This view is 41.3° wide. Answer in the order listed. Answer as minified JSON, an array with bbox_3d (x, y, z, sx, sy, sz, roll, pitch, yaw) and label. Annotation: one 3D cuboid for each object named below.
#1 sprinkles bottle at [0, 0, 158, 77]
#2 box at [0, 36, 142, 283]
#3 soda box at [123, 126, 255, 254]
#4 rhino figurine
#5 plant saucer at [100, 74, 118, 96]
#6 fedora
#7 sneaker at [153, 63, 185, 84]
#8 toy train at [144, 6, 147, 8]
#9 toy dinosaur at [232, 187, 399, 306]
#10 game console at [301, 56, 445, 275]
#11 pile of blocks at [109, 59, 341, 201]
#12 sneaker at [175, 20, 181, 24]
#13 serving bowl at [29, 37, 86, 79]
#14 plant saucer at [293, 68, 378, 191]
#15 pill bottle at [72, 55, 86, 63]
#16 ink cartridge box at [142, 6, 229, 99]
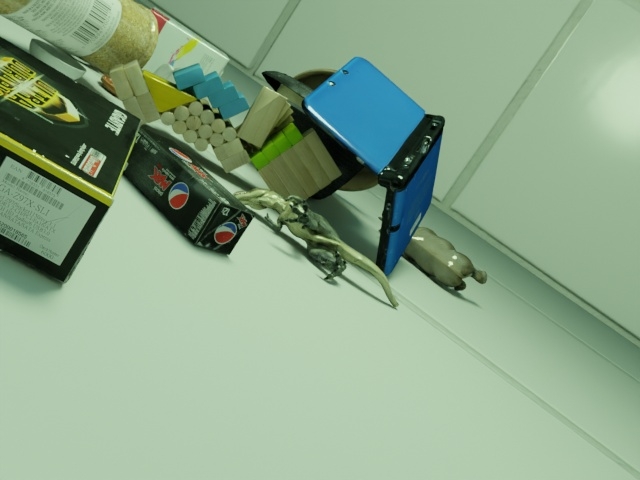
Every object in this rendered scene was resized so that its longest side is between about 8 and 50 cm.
[{"bbox_3d":[-0.366,-0.330,1.117,0.121,0.121,0.355,39,7,29],"label":"sprinkles bottle"},{"bbox_3d":[-0.279,-0.106,0.676,0.257,0.079,0.322,29,11,-15],"label":"box"},{"bbox_3d":[-0.147,-0.055,0.905,0.169,0.053,0.060,41,12,35],"label":"soda box"},{"bbox_3d":[0.197,0.013,1.606,0.243,0.073,0.106,39,8,33],"label":"rhino figurine"},{"bbox_3d":[-0.312,-0.234,1.347,0.083,0.013,0.083,32,11,-7],"label":"plant saucer"},{"bbox_3d":[-0.016,-0.170,1.553,0.334,0.152,0.334,34,2,-2],"label":"fedora"},{"bbox_3d":[-0.243,-0.258,1.522,0.094,0.080,0.212,41,4,-30],"label":"sneaker"},{"bbox_3d":[-0.388,-0.424,1.782,0.248,0.105,0.143,29,21,-24],"label":"toy train"},{"bbox_3d":[0.000,0.000,1.099,0.268,0.064,0.118,38,4,4],"label":"toy dinosaur"},{"bbox_3d":[0.082,-0.126,1.351,0.173,0.250,0.293,15,30,15],"label":"game console"},{"bbox_3d":[-0.138,-0.183,1.261,0.362,0.149,0.112,29,11,-22],"label":"pile of blocks"},{"bbox_3d":[-0.409,-0.502,2.079,0.169,0.108,0.292,33,0,6],"label":"sneaker"},{"bbox_3d":[-0.371,-0.248,1.185,0.083,0.027,0.083,32,9,-6],"label":"serving bowl"},{"bbox_3d":[0.036,-0.227,1.733,0.278,0.278,0.041,35,46,6],"label":"plant saucer"},{"bbox_3d":[-0.384,-0.368,1.472,0.112,0.112,0.186,31,10,-15],"label":"pill bottle"},{"bbox_3d":[-0.285,-0.354,1.665,0.176,0.127,0.128,31,10,-15],"label":"ink cartridge box"}]
